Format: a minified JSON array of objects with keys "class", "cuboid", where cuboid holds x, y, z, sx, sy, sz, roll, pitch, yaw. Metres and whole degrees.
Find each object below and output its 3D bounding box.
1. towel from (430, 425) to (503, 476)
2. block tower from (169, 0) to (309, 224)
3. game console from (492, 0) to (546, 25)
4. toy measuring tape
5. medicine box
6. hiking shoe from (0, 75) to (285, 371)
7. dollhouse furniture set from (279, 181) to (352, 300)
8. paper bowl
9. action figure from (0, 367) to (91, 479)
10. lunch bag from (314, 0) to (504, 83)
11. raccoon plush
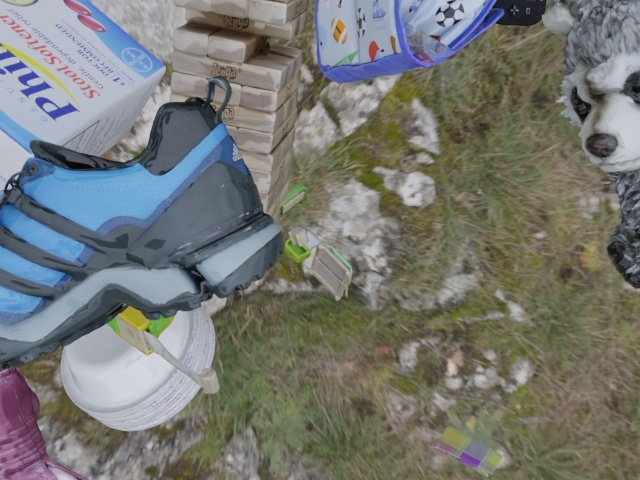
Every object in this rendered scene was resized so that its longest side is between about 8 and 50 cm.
[{"class":"towel","cuboid":[0.187,0.267,1.170,0.083,0.060,0.009,24,114,19]},{"class":"block tower","cuboid":[-0.063,-0.168,0.732,0.097,0.091,0.335,12,115,6]},{"class":"game console","cuboid":[0.373,-0.560,1.609,0.213,0.044,0.361,5,107,6]},{"class":"toy measuring tape","cuboid":[-0.244,0.123,1.444,0.330,0.121,0.121,27,89,35]},{"class":"medicine box","cuboid":[-0.389,-0.202,1.147,0.263,0.289,0.149,40,128,-3]},{"class":"hiking shoe","cuboid":[-0.178,0.004,0.606,0.304,0.113,0.132,-19,94,6]},{"class":"dollhouse furniture set","cuboid":[0.000,0.000,1.184,0.058,0.076,0.151,-37,72,-28]},{"class":"paper bowl","cuboid":[-0.346,0.190,1.679,0.284,0.284,0.148,-38,139,-3]},{"class":"action figure","cuboid":[-0.373,0.257,1.077,0.275,0.248,0.370,-15,100,21]},{"class":"lunch bag","cuboid":[0.152,-0.444,1.518,0.239,0.328,0.385,24,83,-25]},{"class":"raccoon plush","cuboid":[0.360,-0.147,0.875,0.216,0.446,0.299,-13,109,34]}]
